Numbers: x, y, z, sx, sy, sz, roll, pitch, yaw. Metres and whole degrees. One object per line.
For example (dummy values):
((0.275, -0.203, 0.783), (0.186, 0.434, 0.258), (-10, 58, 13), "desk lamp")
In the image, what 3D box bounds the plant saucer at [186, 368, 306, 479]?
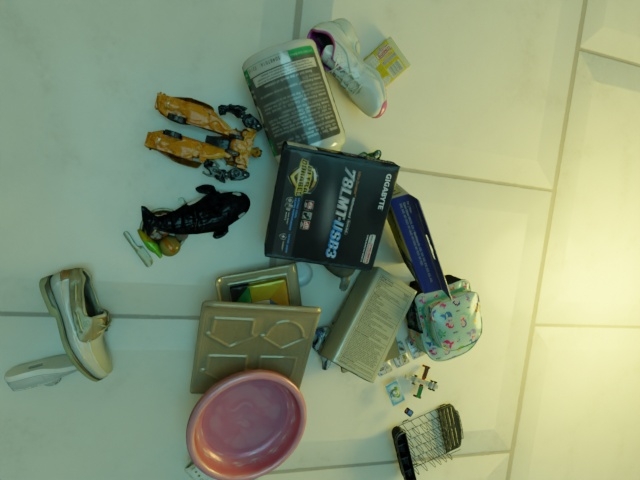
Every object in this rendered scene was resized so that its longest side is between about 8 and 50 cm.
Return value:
((-0.205, 0.505, 1.213), (0.332, 0.084, 0.331), (-5, 104, -20), "plant saucer")

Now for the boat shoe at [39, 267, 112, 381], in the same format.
((-0.598, 0.216, 1.110), (0.103, 0.113, 0.302), (-22, 102, -8), "boat shoe")

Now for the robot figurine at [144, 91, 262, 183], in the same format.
((-0.299, -0.274, 1.153), (0.291, 0.085, 0.211), (15, 93, -18), "robot figurine")

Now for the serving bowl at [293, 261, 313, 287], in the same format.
((-0.064, 0.099, 1.302), (0.083, 0.027, 0.083), (-5, 109, -13), "serving bowl")

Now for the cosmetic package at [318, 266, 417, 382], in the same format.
((0.144, 0.249, 1.317), (0.160, 0.113, 0.309), (34, 75, -17), "cosmetic package")

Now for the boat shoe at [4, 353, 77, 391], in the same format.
((-0.707, 0.347, 1.122), (0.184, 0.066, 0.063), (-13, 115, -18), "boat shoe")

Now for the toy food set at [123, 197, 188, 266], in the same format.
((-0.421, -0.023, 1.172), (0.192, 0.038, 0.132), (-36, 106, -10), "toy food set")

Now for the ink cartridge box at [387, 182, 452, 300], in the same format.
((0.253, -0.010, 1.230), (0.072, 0.307, 0.303), (-21, 109, 6), "ink cartridge box")

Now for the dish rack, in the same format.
((0.381, 0.694, 1.498), (0.272, 0.074, 0.208), (-17, 103, -15), "dish rack")

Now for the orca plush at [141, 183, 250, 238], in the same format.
((-0.319, -0.082, 1.145), (0.287, 0.102, 0.151), (0, 87, -22), "orca plush")

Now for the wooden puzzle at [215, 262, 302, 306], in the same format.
((-0.169, 0.189, 1.256), (0.239, 0.044, 0.220), (-11, 110, -15), "wooden puzzle")

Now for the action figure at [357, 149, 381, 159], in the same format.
((0.109, -0.186, 1.307), (0.137, 0.063, 0.232), (40, 81, -15), "action figure")

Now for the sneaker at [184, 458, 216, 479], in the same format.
((-0.341, 0.719, 1.267), (0.169, 0.108, 0.292), (36, 76, -17), "sneaker")

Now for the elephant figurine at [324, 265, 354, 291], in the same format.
((0.000, 0.000, 1.265), (0.240, 0.186, 0.169), (18, 135, -8), "elephant figurine")

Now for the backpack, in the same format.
((0.399, 0.257, 1.395), (0.225, 0.191, 0.253), (-15, 106, -16), "backpack")

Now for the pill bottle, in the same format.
((-0.053, -0.322, 1.160), (0.204, 0.204, 0.360), (-23, 103, -13), "pill bottle")

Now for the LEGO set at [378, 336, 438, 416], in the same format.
((0.290, 0.458, 1.462), (0.183, 0.060, 0.244), (-23, 92, -13), "LEGO set")

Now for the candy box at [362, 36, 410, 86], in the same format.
((0.164, -0.501, 1.296), (0.206, 0.027, 0.105), (-43, 102, -7), "candy box")

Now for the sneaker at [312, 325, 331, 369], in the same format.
((0.001, 0.335, 1.350), (0.058, 0.052, 0.135), (-1, 89, -10), "sneaker")

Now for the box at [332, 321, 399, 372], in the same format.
((0.147, 0.319, 1.394), (0.201, 0.021, 0.164), (-11, 93, -15), "box")

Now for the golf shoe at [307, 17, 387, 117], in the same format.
((0.068, -0.462, 1.185), (0.140, 0.115, 0.306), (-23, 80, -39), "golf shoe")

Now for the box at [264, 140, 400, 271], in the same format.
((0.023, -0.081, 1.108), (0.294, 0.073, 0.295), (10, 111, -10), "box")

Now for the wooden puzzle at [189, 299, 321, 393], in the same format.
((-0.189, 0.301, 1.235), (0.322, 0.080, 0.347), (7, 119, -17), "wooden puzzle")
